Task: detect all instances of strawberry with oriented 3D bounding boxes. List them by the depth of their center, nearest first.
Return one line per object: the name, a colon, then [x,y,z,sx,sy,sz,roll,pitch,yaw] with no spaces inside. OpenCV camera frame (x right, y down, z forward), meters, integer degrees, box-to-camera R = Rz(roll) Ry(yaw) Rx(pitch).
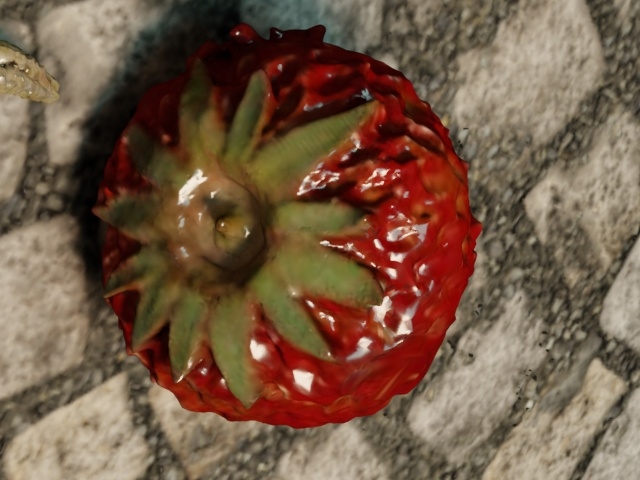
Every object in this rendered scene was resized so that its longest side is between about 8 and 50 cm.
strawberry: [0.000,0.000,1.012,0.205,0.205,0.244,-65,158,8]

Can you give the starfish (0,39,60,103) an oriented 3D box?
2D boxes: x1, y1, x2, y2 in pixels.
starfish: [-0.230,-0.091,0.798,0.293,0.084,0.301,-42,139,-22]
